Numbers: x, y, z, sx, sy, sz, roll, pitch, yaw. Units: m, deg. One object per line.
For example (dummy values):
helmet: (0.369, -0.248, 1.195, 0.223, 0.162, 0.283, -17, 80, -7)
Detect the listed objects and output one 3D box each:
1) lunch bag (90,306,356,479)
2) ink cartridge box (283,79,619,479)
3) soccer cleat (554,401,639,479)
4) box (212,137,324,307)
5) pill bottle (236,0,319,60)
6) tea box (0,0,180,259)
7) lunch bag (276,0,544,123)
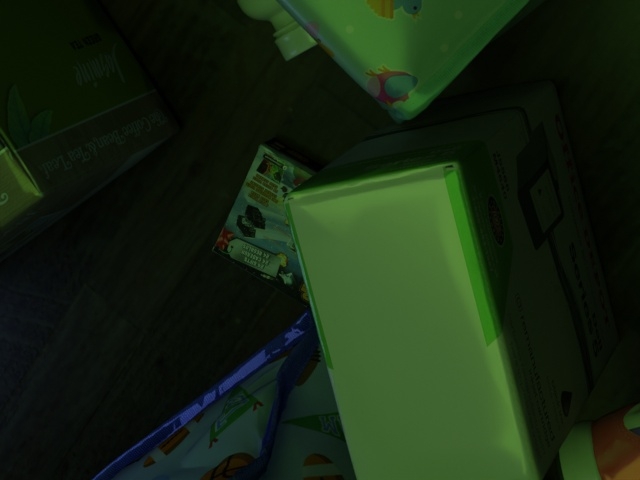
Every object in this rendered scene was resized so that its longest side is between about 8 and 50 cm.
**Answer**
lunch bag: (-0.041, 0.294, 1.311, 0.328, 0.239, 0.385, 45, 128, -12)
ink cartridge box: (0.093, 0.023, 1.179, 0.115, 0.273, 0.198, -11, 101, 22)
soccer cleat: (0.265, 0.221, 1.210, 0.116, 0.108, 0.318, -23, 123, 20)
box: (0.000, 0.000, 1.344, 0.137, 0.027, 0.094, 31, 113, 11)
pill bottle: (-0.032, -0.207, 1.263, 0.087, 0.087, 0.160, -26, 94, 26)
tea box: (-0.345, -0.105, 1.344, 0.329, 0.220, 0.323, -32, 91, 27)
lunch bag: (0.070, -0.234, 1.138, 0.262, 0.160, 0.223, -43, 91, 4)
